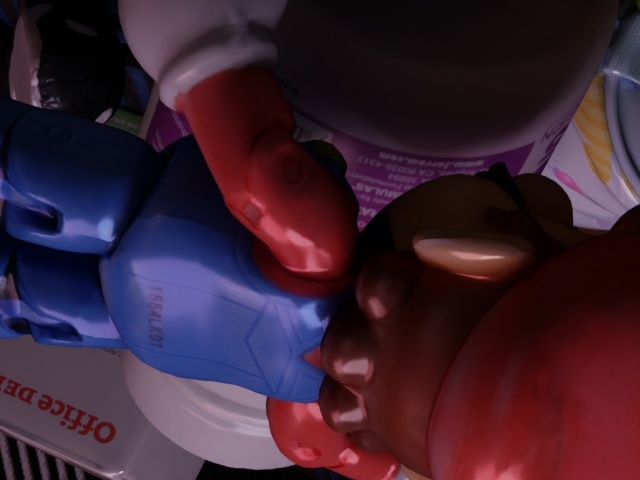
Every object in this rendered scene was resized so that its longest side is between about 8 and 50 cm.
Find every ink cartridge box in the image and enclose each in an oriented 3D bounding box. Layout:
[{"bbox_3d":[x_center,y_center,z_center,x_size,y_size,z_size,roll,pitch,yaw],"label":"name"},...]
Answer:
[{"bbox_3d":[-0.151,0.049,1.572,0.198,0.273,0.115,20,166,28],"label":"ink cartridge box"}]

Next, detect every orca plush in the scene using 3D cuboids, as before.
[{"bbox_3d":[-0.158,-0.104,1.372,0.102,0.151,0.287,-3,169,-12],"label":"orca plush"}]

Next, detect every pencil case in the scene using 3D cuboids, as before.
[{"bbox_3d":[0.110,-0.059,0.959,0.124,0.113,0.273,16,174,-24],"label":"pencil case"}]

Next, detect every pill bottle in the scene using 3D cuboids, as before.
[{"bbox_3d":[0.001,-0.029,0.868,0.169,0.169,0.301,26,139,2],"label":"pill bottle"}]

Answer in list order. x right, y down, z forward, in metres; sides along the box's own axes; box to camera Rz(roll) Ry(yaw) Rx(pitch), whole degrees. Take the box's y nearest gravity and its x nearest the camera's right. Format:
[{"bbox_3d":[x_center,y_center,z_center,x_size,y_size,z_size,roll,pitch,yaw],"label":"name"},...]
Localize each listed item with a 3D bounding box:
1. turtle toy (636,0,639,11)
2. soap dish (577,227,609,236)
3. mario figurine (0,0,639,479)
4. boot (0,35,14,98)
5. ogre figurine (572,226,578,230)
[{"bbox_3d":[0.162,-0.109,0.757,0.095,0.066,0.130,28,168,-5],"label":"turtle toy"},{"bbox_3d":[0.275,0.028,0.971,0.229,0.118,0.291,31,168,-18],"label":"soap dish"},{"bbox_3d":[0.000,0.000,0.712,0.320,0.170,0.198,17,172,13],"label":"mario figurine"},{"bbox_3d":[-0.301,-0.152,1.505,0.106,0.082,0.219,14,164,37],"label":"boot"},{"bbox_3d":[0.118,-0.014,1.202,0.118,0.097,0.197,46,150,-5],"label":"ogre figurine"}]
